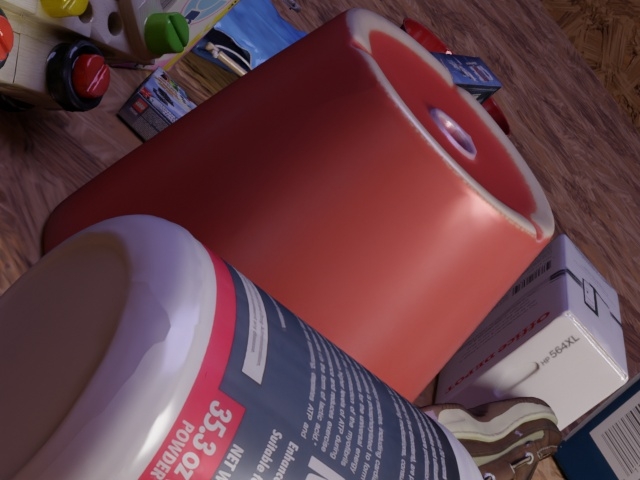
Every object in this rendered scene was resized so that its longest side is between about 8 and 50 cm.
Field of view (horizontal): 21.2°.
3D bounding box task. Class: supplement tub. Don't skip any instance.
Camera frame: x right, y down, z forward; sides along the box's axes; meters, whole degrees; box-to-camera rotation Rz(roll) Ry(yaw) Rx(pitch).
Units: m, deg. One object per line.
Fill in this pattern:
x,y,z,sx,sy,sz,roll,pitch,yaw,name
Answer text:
-0.041,0.132,0.820,0.272,0.191,0.191,38,20,-27,supplement tub

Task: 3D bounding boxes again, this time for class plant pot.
0.000,0.000,1.113,0.275,0.243,0.275,43,19,-18,plant pot

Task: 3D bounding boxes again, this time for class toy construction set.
-0.208,-0.200,1.141,0.328,0.151,0.215,13,80,-45,toy construction set

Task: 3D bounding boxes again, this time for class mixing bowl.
0.123,-0.159,1.978,0.181,0.098,0.181,43,18,-18,mixing bowl

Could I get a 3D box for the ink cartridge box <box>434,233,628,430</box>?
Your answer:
0.184,0.097,1.499,0.086,0.148,0.203,47,18,-10,ink cartridge box

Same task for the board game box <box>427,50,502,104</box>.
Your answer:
0.077,-0.114,1.664,0.042,0.165,0.243,51,18,9,board game box

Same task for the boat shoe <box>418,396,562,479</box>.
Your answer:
0.117,0.179,1.294,0.257,0.095,0.095,4,60,-57,boat shoe

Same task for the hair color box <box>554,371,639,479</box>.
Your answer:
0.394,0.232,1.669,0.347,0.174,0.105,30,23,-45,hair color box

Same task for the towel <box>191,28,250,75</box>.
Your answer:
-0.129,-0.270,1.725,0.209,0.034,0.285,18,35,-57,towel

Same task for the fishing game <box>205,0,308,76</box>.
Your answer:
-0.057,-0.190,1.624,0.189,0.041,0.264,36,24,-29,fishing game

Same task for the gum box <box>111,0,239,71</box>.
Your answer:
-0.105,-0.227,1.432,0.062,0.188,0.107,52,18,12,gum box

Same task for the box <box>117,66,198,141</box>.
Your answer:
-0.100,-0.075,1.391,0.137,0.027,0.094,45,16,-9,box
